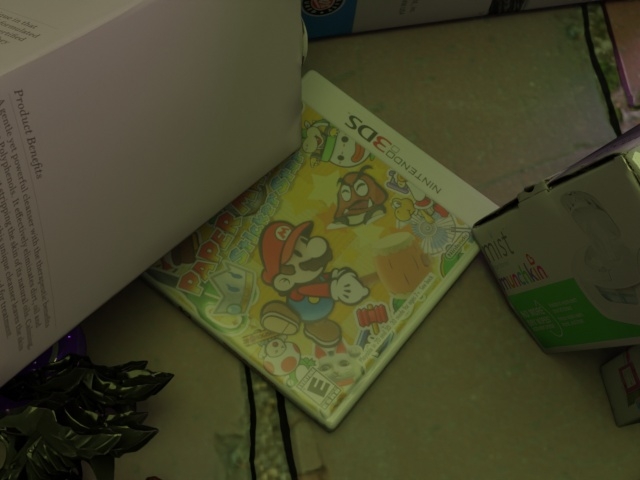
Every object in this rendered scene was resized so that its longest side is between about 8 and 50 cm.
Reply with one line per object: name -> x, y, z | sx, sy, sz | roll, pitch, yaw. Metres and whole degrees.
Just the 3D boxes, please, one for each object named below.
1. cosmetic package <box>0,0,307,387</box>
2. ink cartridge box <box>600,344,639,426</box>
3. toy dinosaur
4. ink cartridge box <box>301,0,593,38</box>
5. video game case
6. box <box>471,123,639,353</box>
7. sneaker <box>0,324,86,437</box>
cosmetic package -> -0.168, -0.077, 0.661 | 0.155, 0.197, 0.365 | 20, 40, 25
ink cartridge box -> 0.266, 0.093, 0.741 | 0.088, 0.122, 0.052 | -11, 74, -7
toy dinosaur -> -0.175, 0.196, 0.658 | 0.322, 0.164, 0.218 | 10, 97, -28
ink cartridge box -> 0.128, -0.315, 0.804 | 0.395, 0.285, 0.166 | -8, 69, -7
video game case -> 0.000, 0.000, 0.814 | 0.206, 0.026, 0.227 | 38, 72, 11
box -> 0.261, -0.036, 0.705 | 0.231, 0.262, 0.127 | -31, 88, -14
sneaker -> -0.314, 0.081, 0.702 | 0.293, 0.146, 0.102 | -3, 69, -4
